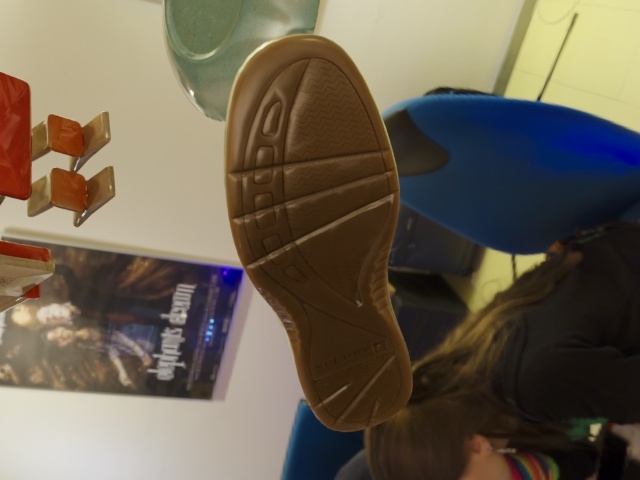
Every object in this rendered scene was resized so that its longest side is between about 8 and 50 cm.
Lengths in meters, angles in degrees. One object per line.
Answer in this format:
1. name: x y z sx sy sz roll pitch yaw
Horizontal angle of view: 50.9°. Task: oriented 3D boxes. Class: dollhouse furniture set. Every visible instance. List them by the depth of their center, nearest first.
1. dollhouse furniture set: -0.331 -0.067 0.674 0.135 0.262 0.259 -28 62 35

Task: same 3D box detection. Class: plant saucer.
1. plant saucer: -0.082 -0.197 0.553 0.194 0.037 0.195 2 93 41

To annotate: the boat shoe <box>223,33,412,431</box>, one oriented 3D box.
1. boat shoe: 0.000 0.000 0.474 0.098 0.109 0.302 -110 5 -57
